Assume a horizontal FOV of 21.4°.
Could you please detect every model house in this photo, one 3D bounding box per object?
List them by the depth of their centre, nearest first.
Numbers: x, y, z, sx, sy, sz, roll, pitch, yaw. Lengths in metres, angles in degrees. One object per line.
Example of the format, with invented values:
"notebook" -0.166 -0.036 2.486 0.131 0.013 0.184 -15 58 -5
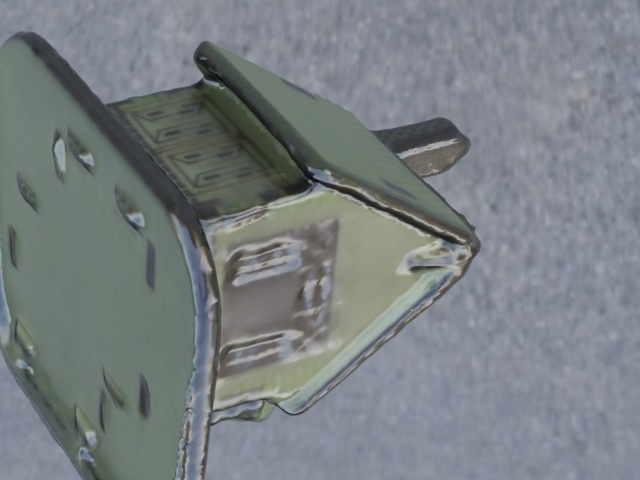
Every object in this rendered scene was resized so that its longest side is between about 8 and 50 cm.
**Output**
"model house" 0.000 0.000 0.843 0.279 0.218 0.205 -13 132 -28
